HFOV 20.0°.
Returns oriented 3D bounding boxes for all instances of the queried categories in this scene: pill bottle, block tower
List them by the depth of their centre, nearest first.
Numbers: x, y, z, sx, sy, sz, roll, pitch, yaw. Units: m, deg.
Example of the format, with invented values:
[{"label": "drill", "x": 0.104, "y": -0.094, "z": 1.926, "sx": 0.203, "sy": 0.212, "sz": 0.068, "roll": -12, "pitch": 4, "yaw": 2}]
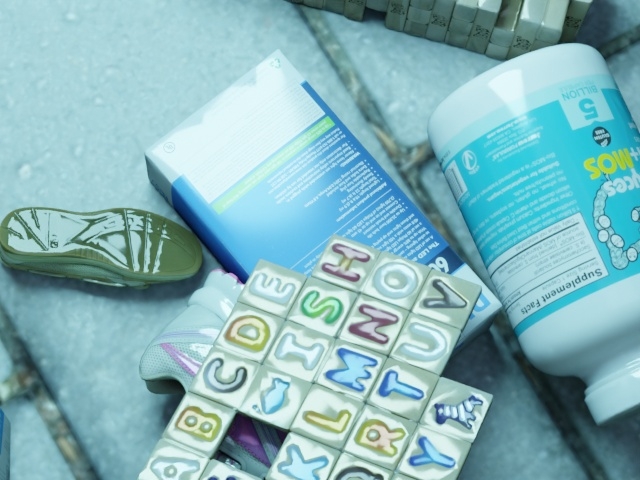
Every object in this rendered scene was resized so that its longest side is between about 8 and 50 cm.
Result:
[{"label": "pill bottle", "x": 0.192, "y": -0.001, "z": 1.337, "sx": 0.146, "sy": 0.146, "sz": 0.264, "roll": -21, "pitch": 78, "yaw": -9}, {"label": "block tower", "x": 0.047, "y": -0.227, "z": 1.417, "sx": 0.335, "sy": 0.097, "sz": 0.091, "roll": 15, "pitch": 74, "yaw": 2}]

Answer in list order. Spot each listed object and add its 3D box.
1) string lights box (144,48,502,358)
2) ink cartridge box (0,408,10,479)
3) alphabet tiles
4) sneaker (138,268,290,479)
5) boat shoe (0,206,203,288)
[{"label": "string lights box", "x": 0.000, "y": 0.000, "z": 1.361, "sx": 0.133, "sy": 0.077, "sz": 0.259, "roll": -38, "pitch": 80, "yaw": -12}, {"label": "ink cartridge box", "x": -0.253, "y": 0.209, "z": 1.275, "sx": 0.060, "sy": 0.104, "sz": 0.180, "roll": -1, "pitch": 75, "yaw": -4}, {"label": "alphabet tiles", "x": 0.013, "y": 0.106, "z": 1.246, "sx": 0.198, "sy": 0.009, "sz": 0.237, "roll": 19, "pitch": 61, "yaw": 16}, {"label": "sneaker", "x": -0.039, "y": 0.148, "z": 1.313, "sx": 0.111, "sy": 0.103, "sz": 0.252, "roll": -36, "pitch": 72, "yaw": -11}, {"label": "boat shoe", "x": -0.166, "y": 0.009, "z": 1.371, "sx": 0.153, "sy": 0.048, "sz": 0.056, "roll": 3, "pitch": 62, "yaw": -9}]
